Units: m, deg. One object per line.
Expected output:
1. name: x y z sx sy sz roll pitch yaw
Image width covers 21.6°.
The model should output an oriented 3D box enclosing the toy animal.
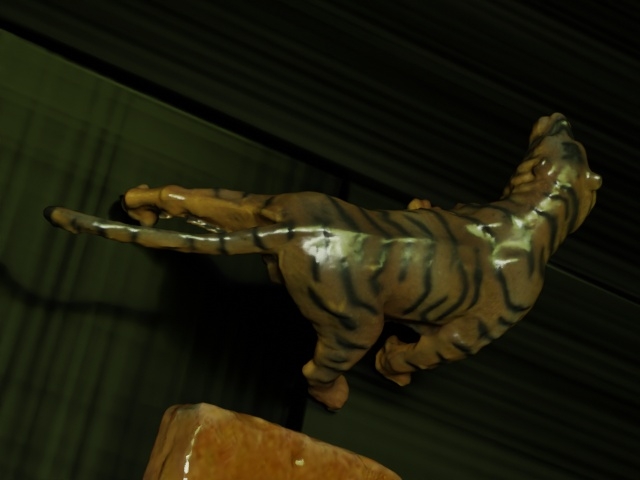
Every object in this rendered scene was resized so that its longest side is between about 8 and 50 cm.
1. toy animal: 0.003 0.008 0.762 0.255 0.116 0.114 0 68 -28

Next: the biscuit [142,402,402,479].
1. biscuit: 0.003 0.202 0.682 0.284 0.043 0.306 -32 104 -41
